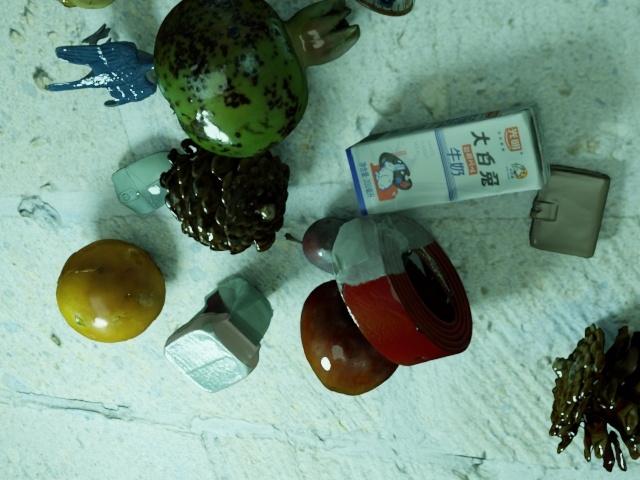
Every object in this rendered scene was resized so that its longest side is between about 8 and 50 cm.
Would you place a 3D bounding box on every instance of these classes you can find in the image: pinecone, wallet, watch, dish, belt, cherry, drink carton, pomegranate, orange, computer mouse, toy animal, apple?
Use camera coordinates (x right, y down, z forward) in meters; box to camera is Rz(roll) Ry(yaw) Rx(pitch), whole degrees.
[{"bbox_3d":[-0.177,-0.088,1.361,0.273,0.224,0.224,16,128,41],"label":"pinecone"},{"bbox_3d":[0.415,-0.049,1.212,0.118,0.039,0.152,13,121,18],"label":"wallet"},{"bbox_3d":[-0.200,0.183,1.525,0.253,0.241,0.161,-30,108,38],"label":"watch"},{"bbox_3d":[0.097,-0.419,1.105,0.141,0.078,0.141,28,170,5],"label":"dish"},{"bbox_3d":[0.525,0.276,1.240,0.264,0.264,0.264,12,125,18],"label":"pinecone"},{"bbox_3d":[0.150,0.088,1.296,0.115,0.227,0.324,-23,125,33],"label":"belt"},{"bbox_3d":[-0.003,0.003,1.383,0.188,0.148,0.115,20,119,13],"label":"cherry"},{"bbox_3d":[0.212,-0.134,1.202,0.315,0.106,0.130,-8,106,29],"label":"drink carton"},{"bbox_3d":[-0.099,-0.301,1.182,0.341,0.285,0.285,-26,110,1],"label":"pomegranate"},{"bbox_3d":[-0.473,0.115,1.628,0.240,0.240,0.240,12,125,18],"label":"orange"},{"bbox_3d":[-0.370,-0.118,1.521,0.229,0.068,0.113,-23,107,34],"label":"computer mouse"},{"bbox_3d":[-0.379,-0.319,1.343,0.255,0.239,0.176,-35,71,-3],"label":"toy animal"},{"bbox_3d":[0.063,0.194,1.425,0.234,0.234,0.234,12,125,18],"label":"apple"}]

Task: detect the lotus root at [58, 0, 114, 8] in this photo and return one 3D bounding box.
[{"bbox_3d":[-0.384,-0.504,1.232,0.284,0.146,0.160,-34,84,40],"label":"lotus root"}]
